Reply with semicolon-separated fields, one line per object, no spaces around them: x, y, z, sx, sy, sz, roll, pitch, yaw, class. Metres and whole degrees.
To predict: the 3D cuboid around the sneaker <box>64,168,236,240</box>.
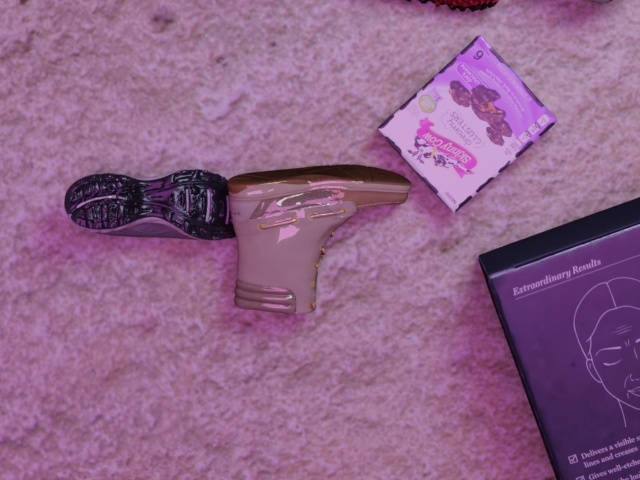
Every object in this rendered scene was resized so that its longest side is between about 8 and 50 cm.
-0.232;-0.049;1.777;0.272;0.108;0.100;4;82;-13;sneaker

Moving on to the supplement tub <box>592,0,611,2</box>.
0.410;-0.502;1.629;0.207;0.207;0.338;38;97;-2;supplement tub

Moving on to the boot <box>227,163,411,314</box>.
0.000;0.000;1.767;0.262;0.095;0.203;-5;107;-13;boot

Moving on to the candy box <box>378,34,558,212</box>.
0.206;-0.164;1.747;0.196;0.070;0.165;-43;93;6;candy box

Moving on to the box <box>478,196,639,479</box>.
0.422;0.165;1.704;0.294;0.212;0.395;-19;96;5;box

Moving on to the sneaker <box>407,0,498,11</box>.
0.128;-0.403;1.725;0.262;0.104;0.125;12;80;-3;sneaker
